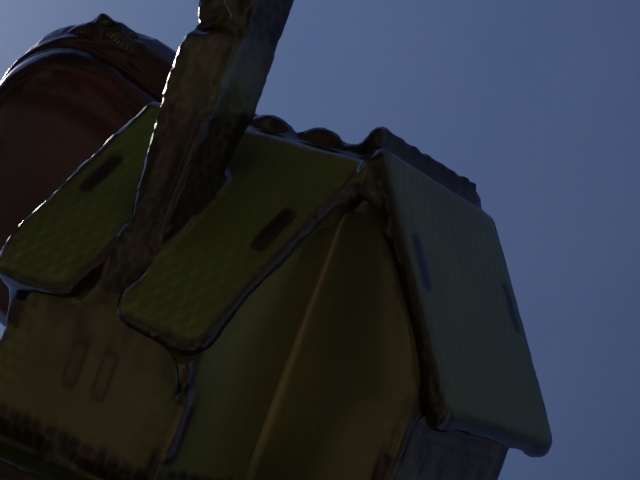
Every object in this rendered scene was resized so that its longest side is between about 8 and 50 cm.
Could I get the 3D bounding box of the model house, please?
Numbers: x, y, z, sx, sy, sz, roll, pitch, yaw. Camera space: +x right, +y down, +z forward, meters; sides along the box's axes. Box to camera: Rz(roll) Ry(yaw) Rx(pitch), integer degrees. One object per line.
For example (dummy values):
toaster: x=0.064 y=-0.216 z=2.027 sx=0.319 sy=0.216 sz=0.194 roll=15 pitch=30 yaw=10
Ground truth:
model house: x=0.000 y=0.000 z=0.594 sx=0.205 sy=0.218 sz=0.278 roll=15 pitch=-96 yaw=31

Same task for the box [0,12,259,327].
box: x=-0.074 y=0.036 z=0.953 sx=0.404 sy=0.108 sz=0.263 roll=39 pitch=-54 yaw=7
